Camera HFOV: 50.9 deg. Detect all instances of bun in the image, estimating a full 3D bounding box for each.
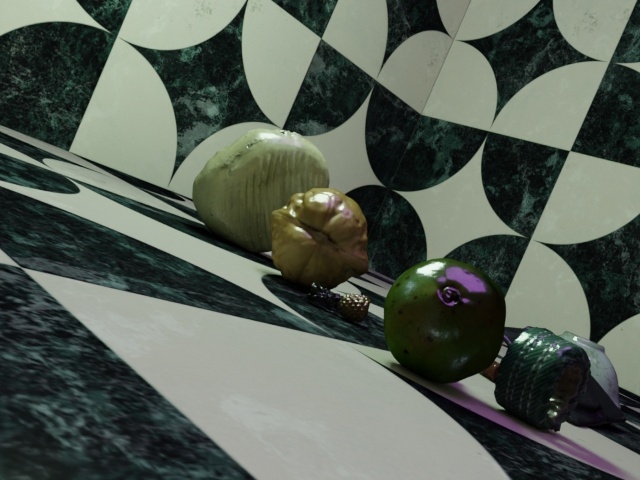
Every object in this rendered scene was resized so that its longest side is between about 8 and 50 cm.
[{"bbox_3d":[-0.153,-0.133,1.804,0.326,0.362,0.234,62,-9,-20],"label":"bun"}]

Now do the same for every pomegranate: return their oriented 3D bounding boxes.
[{"bbox_3d":[0.185,0.133,1.019,0.187,0.187,0.225,24,-25,21],"label":"pomegranate"}]

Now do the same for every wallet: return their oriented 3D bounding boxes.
[{"bbox_3d":[0.484,0.265,1.353,0.323,0.041,0.247,17,33,-50],"label":"wallet"}]

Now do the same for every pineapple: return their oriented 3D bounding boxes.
[{"bbox_3d":[0.030,0.113,1.271,0.124,0.058,0.058,19,1,13],"label":"pineapple"}]

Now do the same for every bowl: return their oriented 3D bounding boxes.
[{"bbox_3d":[0.729,0.347,1.929,0.313,0.146,0.313,24,0,0],"label":"bowl"}]

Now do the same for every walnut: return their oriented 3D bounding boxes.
[{"bbox_3d":[0.000,0.000,1.468,0.257,0.224,0.257,30,-3,2],"label":"walnut"}]

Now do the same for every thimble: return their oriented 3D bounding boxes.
[{"bbox_3d":[0.327,0.204,0.992,0.118,0.135,0.090,28,-1,-41],"label":"thimble"}]

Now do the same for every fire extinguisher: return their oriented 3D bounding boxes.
[{"bbox_3d":[0.322,0.244,1.338,0.056,0.039,0.132,58,-11,-19],"label":"fire extinguisher"}]

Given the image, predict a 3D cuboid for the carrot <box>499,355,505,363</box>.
[{"bbox_3d":[0.459,0.289,1.406,0.225,0.067,0.067,25,1,-24],"label":"carrot"}]
